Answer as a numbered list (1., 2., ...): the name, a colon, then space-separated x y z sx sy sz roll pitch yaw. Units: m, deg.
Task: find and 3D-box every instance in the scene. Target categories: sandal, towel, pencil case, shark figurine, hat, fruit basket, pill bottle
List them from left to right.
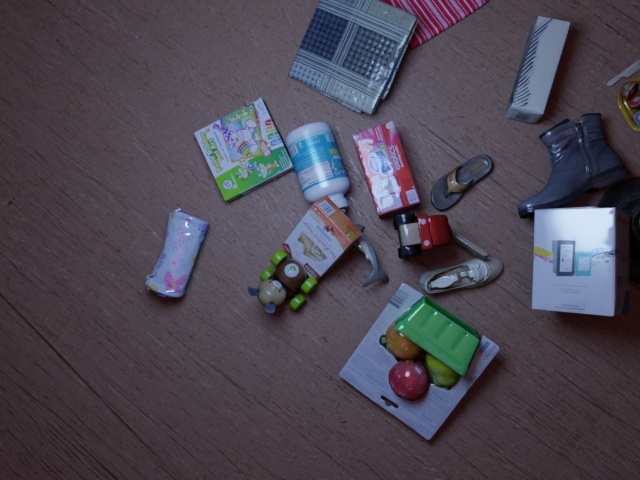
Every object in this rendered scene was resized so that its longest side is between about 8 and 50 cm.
1. pencil case: -0.447 0.042 1.587 0.124 0.113 0.272 20 90 0
2. pill bottle: 0.000 -0.209 1.522 0.146 0.146 0.263 -19 86 7
3. towel: 0.095 -0.575 1.530 0.324 0.056 0.312 31 107 17
4. shark figurine: 0.115 0.001 1.524 0.278 0.116 0.166 40 127 16
5. fruit basket: 0.280 0.350 1.475 0.327 0.165 0.352 34 108 9
6. towel: 0.344 -0.738 1.558 0.275 0.031 0.198 -31 84 5
7. sandal: 0.419 -0.177 1.505 0.219 0.060 0.089 -35 83 5
8. hat: 0.938 -0.030 1.391 0.332 0.134 0.330 0 86 8

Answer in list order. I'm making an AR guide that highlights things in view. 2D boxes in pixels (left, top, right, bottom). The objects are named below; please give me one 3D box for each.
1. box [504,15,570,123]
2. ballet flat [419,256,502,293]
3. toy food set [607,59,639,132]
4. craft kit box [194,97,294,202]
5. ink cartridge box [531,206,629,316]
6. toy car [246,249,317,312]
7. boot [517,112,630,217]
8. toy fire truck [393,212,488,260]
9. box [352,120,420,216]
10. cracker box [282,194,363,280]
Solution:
1. box: 0.626 -0.489 1.467 0.094 0.113 0.274 16 88 10
2. ballet flat: 0.414 0.105 1.482 0.249 0.086 0.086 -16 85 7
3. toy food set: 0.927 -0.406 1.440 0.128 0.071 0.217 -29 84 6
4. craft kit box: -0.239 -0.285 1.606 0.247 0.061 0.249 -27 84 8
5. ink cartridge box: 0.698 0.055 1.353 0.197 0.198 0.269 1 86 41
6. toy car: -0.131 0.140 1.487 0.155 0.188 0.148 41 121 12
7. boot: 0.682 -0.213 1.456 0.339 0.118 0.222 -24 81 -5
8. toy fire truck: 0.340 -0.004 1.429 0.247 0.217 0.158 -9 86 7
9. box: 0.195 -0.206 1.505 0.128 0.122 0.256 -18 85 6
10. cracker box: 0.000 0.000 1.484 0.155 0.067 0.232 47 137 8
